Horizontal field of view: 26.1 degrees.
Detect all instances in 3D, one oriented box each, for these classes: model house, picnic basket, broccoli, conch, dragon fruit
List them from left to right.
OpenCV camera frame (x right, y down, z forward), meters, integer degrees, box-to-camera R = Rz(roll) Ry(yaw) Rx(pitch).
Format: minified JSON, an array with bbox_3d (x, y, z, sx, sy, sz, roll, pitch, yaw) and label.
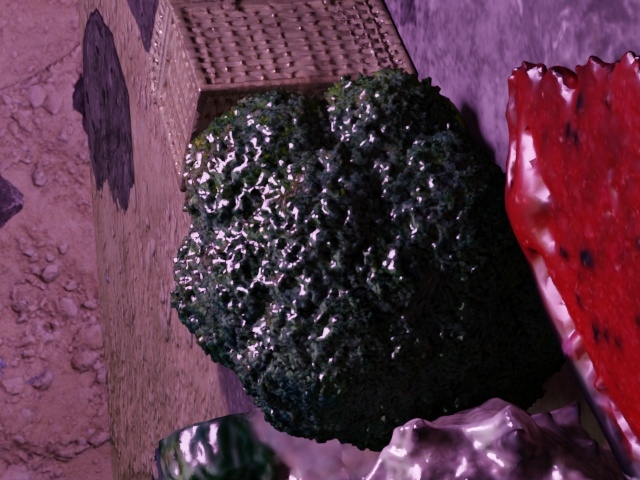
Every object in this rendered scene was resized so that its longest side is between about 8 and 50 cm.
[{"bbox_3d":[-0.042,-0.148,1.221,0.134,0.196,0.154,105,152,-51],"label":"picnic basket"},{"bbox_3d":[0.011,0.286,1.169,0.298,0.243,0.284,99,155,-70],"label":"model house"},{"bbox_3d":[0.050,0.009,0.972,0.297,0.298,0.297,-55,-23,-50],"label":"broccoli"},{"bbox_3d":[0.097,0.229,0.872,0.313,0.241,0.186,-64,-1,40],"label":"conch"},{"bbox_3d":[0.201,0.033,0.694,0.343,0.100,0.282,-152,55,-72],"label":"dragon fruit"}]
